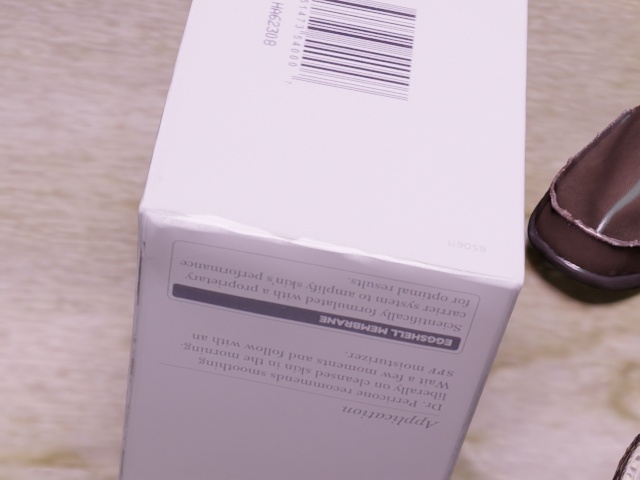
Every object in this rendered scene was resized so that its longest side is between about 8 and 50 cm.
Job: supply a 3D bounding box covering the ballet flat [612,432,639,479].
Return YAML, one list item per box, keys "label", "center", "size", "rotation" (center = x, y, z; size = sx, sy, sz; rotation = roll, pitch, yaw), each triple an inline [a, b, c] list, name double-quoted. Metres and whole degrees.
- label: "ballet flat"
  center: [0.170, 0.169, 0.517]
  size: [0.164, 0.182, 0.483]
  rotation: [-4, 36, 13]

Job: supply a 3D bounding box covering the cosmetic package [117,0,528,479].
- label: "cosmetic package"
  center: [0.000, 0.000, 0.666]
  size: [0.138, 0.225, 0.224]
  rotation: [11, 46, -3]

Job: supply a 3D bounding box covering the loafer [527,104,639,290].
- label: "loafer"
  center: [0.192, -0.054, 0.850]
  size: [0.080, 0.078, 0.220]
  rotation: [35, 51, 22]
